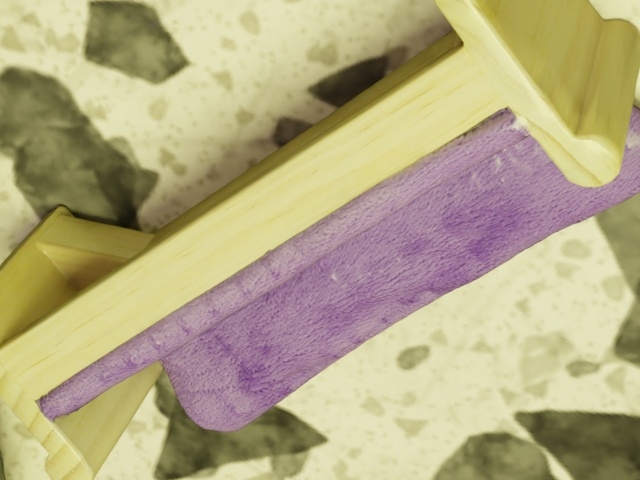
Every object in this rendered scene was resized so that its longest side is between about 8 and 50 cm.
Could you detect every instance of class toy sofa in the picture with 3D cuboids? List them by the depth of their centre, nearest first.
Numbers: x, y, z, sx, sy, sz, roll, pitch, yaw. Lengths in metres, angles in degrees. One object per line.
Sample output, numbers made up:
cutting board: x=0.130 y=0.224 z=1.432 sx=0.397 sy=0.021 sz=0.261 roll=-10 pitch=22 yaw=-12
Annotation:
toy sofa: x=0.000 y=0.000 z=0.898 sx=0.362 sy=0.150 sz=0.177 roll=-32 pitch=104 yaw=27

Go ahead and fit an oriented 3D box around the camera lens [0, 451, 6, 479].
camera lens: x=-0.307 y=0.101 z=0.994 sx=0.219 sy=0.219 sz=0.274 roll=-3 pitch=116 yaw=17
